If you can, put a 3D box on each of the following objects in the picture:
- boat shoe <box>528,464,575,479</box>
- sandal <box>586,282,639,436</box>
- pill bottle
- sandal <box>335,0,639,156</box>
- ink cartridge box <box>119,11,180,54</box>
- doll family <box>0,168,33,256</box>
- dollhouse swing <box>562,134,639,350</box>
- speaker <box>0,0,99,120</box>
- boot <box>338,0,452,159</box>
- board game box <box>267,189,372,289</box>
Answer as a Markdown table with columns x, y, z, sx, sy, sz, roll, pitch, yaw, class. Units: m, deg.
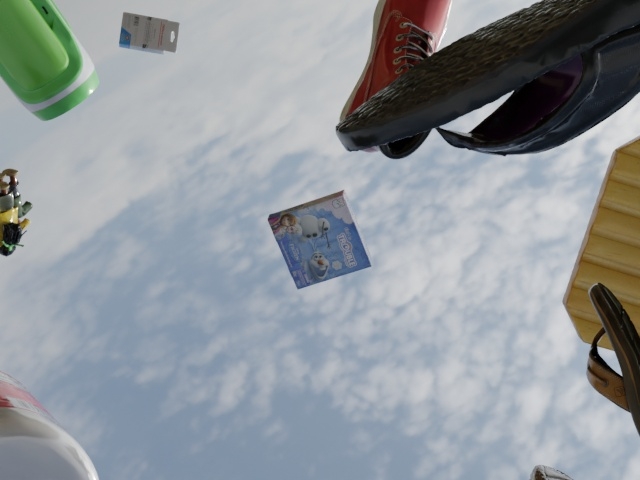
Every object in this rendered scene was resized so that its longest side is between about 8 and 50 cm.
| x | y | z | sx | sy | sz | roll | pitch | yaw | class |
| --- | --- | --- | --- | --- | --- | --- | --- | --- | --- |
| 0.316 | 0.388 | 1.163 | 0.095 | 0.095 | 0.257 | -64 | -164 | 14 | boat shoe |
| 0.304 | 0.149 | 0.926 | 0.060 | 0.219 | 0.090 | -21 | 164 | 23 | sandal |
| -0.425 | 0.274 | 1.097 | 0.229 | 0.229 | 0.407 | -36 | -159 | -22 | pill bottle |
| 0.227 | -0.152 | 0.759 | 0.445 | 0.107 | 0.167 | -24 | -165 | 9 | sandal |
| -0.252 | -0.303 | 1.353 | 0.083 | 0.048 | 0.028 | 8 | 178 | -12 | ink cartridge box |
| -0.449 | -0.012 | 1.202 | 0.076 | 0.111 | 0.193 | 23 | -145 | 37 | doll family |
| 0.522 | 0.048 | 1.106 | 0.304 | 0.347 | 0.315 | 15 | -172 | -14 | dollhouse swing |
| -0.453 | -0.324 | 1.335 | 0.131 | 0.297 | 0.131 | -24 | -151 | 15 | speaker |
| 0.108 | -0.208 | 1.015 | 0.176 | 0.088 | 0.244 | -146 | -104 | -73 | boot |
| 0.000 | 0.000 | 1.005 | 0.090 | 0.090 | 0.020 | -19 | -160 | 13 | board game box |
